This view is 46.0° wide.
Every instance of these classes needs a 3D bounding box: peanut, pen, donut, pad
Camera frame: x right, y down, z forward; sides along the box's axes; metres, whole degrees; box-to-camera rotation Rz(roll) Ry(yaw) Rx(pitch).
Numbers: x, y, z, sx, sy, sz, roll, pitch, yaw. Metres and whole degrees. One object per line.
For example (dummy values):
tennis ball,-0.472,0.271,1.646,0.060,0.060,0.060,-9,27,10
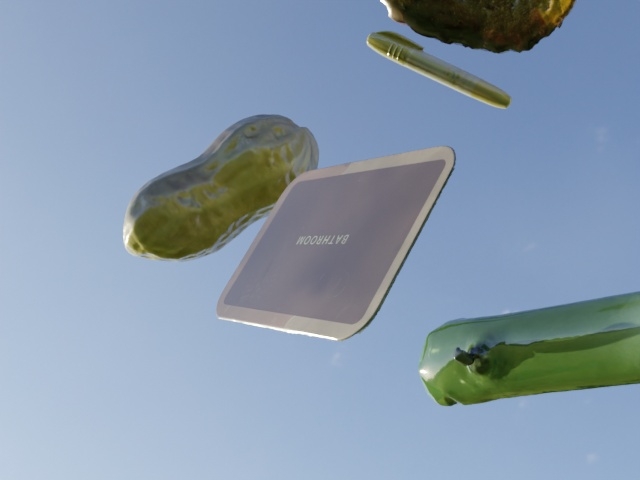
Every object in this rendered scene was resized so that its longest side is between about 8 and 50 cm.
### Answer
peanut,-0.130,-0.072,1.020,0.313,0.149,0.149,-34,-36,-23
pen,0.168,-0.247,1.070,0.233,0.032,0.040,29,-68,18
donut,0.103,-0.183,0.466,0.140,0.059,0.140,9,-66,22
pad,0.000,0.000,0.645,0.002,0.176,0.266,38,-19,-25

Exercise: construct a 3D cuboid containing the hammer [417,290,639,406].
hammer,0.181,0.039,0.378,0.335,0.206,0.119,-17,-44,41
